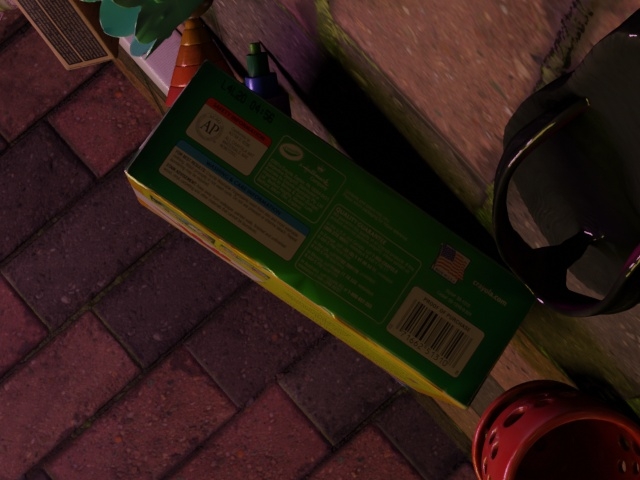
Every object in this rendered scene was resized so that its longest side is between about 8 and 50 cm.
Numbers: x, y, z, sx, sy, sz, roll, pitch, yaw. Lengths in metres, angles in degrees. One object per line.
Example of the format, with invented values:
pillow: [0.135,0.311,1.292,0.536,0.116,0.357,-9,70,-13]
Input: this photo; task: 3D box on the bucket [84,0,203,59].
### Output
bucket: [-0.172,-0.316,1.091,0.281,0.183,0.281,49,174,7]

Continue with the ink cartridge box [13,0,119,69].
ink cartridge box: [-0.356,-0.393,1.782,0.193,0.088,0.235,59,-155,-49]

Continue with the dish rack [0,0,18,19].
dish rack: [-0.475,-0.496,1.722,0.333,0.072,0.286,64,-160,-54]

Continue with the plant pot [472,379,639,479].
plant pot: [0.274,0.261,1.467,0.191,0.191,0.174,51,177,-16]

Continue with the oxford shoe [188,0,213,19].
oxford shoe: [-0.198,-0.339,1.563,0.132,0.130,0.363,22,-169,-37]

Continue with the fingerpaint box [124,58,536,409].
fingerpaint box: [0.000,0.000,1.503,0.444,0.163,0.371,35,174,-3]

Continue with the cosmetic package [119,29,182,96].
cosmetic package: [-0.263,-0.312,2.174,0.231,0.085,0.117,49,174,11]

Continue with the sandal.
sandal: [0.171,-0.028,0.801,0.167,0.107,0.446,48,174,10]

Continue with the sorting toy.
sorting toy: [-0.135,-0.246,1.767,0.365,0.127,0.126,-152,51,-65]
